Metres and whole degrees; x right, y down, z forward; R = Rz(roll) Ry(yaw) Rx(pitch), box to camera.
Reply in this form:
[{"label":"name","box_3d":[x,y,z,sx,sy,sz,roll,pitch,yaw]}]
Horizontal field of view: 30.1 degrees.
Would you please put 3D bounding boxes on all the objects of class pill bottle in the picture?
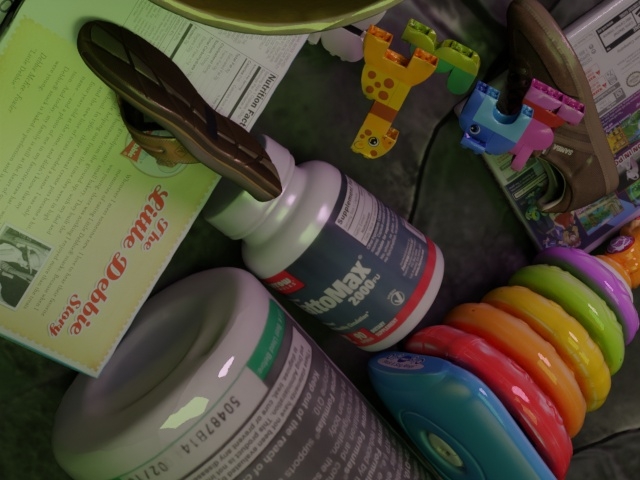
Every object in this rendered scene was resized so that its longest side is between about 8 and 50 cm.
[{"label":"pill bottle","box_3d":[0.000,0.000,0.947,0.180,0.108,0.108,36,95,-22]},{"label":"pill bottle","box_3d":[-0.023,0.210,0.957,0.204,0.204,0.361,-41,113,0]}]

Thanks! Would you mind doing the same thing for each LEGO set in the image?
[{"label":"LEGO set","box_3d":[0.077,-0.103,0.913,0.227,0.087,0.093,28,121,0]}]

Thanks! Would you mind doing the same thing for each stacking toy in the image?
[{"label":"stacking toy","box_3d":[0.200,0.071,0.983,0.302,0.175,0.165,-42,106,-19]}]

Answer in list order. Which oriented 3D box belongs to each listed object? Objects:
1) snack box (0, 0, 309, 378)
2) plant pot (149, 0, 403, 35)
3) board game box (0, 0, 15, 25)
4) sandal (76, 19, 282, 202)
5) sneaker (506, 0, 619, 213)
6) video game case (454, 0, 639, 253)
[{"label":"snack box","box_3d":[-0.164,-0.077,0.863,0.187,0.060,0.322,30,97,-23]},{"label":"plant pot","box_3d":[-0.043,-0.284,0.736,0.275,0.293,0.274,-3,108,-9]},{"label":"board game box","box_3d":[-0.243,-0.117,0.881,0.136,0.035,0.201,-44,113,2]},{"label":"sandal","box_3d":[-0.101,-0.078,0.819,0.049,0.072,0.180,-38,121,21]},{"label":"sneaker","box_3d":[0.180,-0.103,0.961,0.071,0.066,0.188,-29,111,0]},{"label":"video game case","box_3d":[0.240,-0.097,1.029,0.201,0.023,0.183,-36,113,-3]}]
